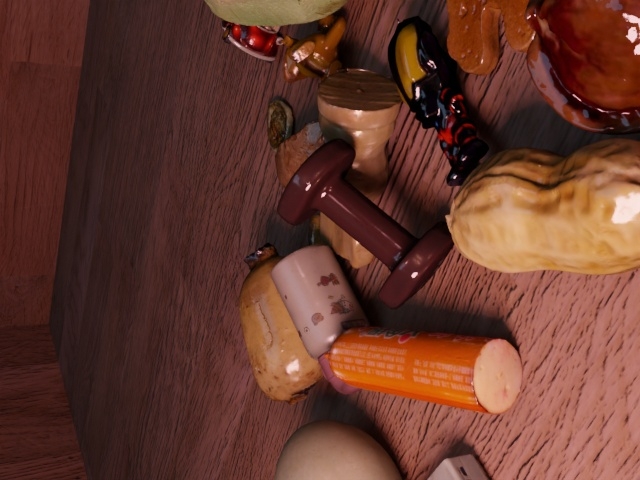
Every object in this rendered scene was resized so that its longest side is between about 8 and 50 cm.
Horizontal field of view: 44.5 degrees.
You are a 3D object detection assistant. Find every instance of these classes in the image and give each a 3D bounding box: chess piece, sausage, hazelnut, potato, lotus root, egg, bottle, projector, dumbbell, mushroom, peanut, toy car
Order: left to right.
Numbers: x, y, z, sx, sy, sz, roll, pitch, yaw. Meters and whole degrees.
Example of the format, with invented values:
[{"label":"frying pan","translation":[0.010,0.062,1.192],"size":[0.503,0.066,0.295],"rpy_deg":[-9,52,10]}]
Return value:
[{"label":"toy car","translation":[-0.121,-0.419,1.482],"size":[0.112,0.112,0.139],"rpy_deg":[-55,34,26]},{"label":"lotus root","translation":[-0.066,0.140,1.362],"size":[0.160,0.146,0.284],"rpy_deg":[-29,72,36]},{"label":"mushroom","translation":[-0.025,-0.139,1.344],"size":[0.210,0.072,0.094],"rpy_deg":[-22,81,58]},{"label":"potato","translation":[0.000,0.000,1.335],"size":[0.047,0.045,0.092],"rpy_deg":[-23,73,30]},{"label":"bottle","translation":[0.016,0.127,1.235],"size":[0.233,0.110,0.110],"rpy_deg":[62,143,17]},{"label":"egg","translation":[0.028,0.376,1.157],"size":[0.253,0.187,0.186],"rpy_deg":[50,133,43]},{"label":"chess piece","translation":[0.047,-0.100,1.195],"size":[0.137,0.137,0.300],"rpy_deg":[-126,31,-45]},{"label":"dumbbell","translation":[0.062,-0.023,1.051],"size":[0.225,0.124,0.140],"rpy_deg":[41,137,10]},{"label":"sausage","translation":[0.114,0.164,1.045],"size":[0.312,0.093,0.092],"rpy_deg":[-1,91,51]},{"label":"projector","translation":[0.180,0.367,1.018],"size":[0.115,0.061,0.147],"rpy_deg":[62,141,40]},{"label":"peanut","translation":[0.246,-0.031,0.797],"size":[0.306,0.147,0.146],"rpy_deg":[5,96,59]},{"label":"hazelnut","translation":[0.283,-0.196,0.712],"size":[0.170,0.161,0.201],"rpy_deg":[39,119,52]}]

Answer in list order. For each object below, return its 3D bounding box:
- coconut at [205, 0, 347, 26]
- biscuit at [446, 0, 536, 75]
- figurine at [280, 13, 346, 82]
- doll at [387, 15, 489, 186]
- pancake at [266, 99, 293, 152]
[{"label":"coconut","translation":[-0.053,-0.470,1.187],"size":[0.281,0.328,0.328],"rpy_deg":[57,149,-6]},{"label":"biscuit","translation":[0.209,-0.356,0.953],"size":[0.186,0.044,0.295],"rpy_deg":[-10,84,57]},{"label":"figurine","translation":[-0.010,-0.323,1.308],"size":[0.122,0.121,0.176],"rpy_deg":[-61,21,-3]},{"label":"doll","translation":[0.147,-0.195,1.024],"size":[0.127,0.088,0.248],"rpy_deg":[-44,58,53]},{"label":"pancake","translation":[-0.079,-0.220,1.490],"size":[0.108,0.017,0.108],"rpy_deg":[19,112,60]}]
